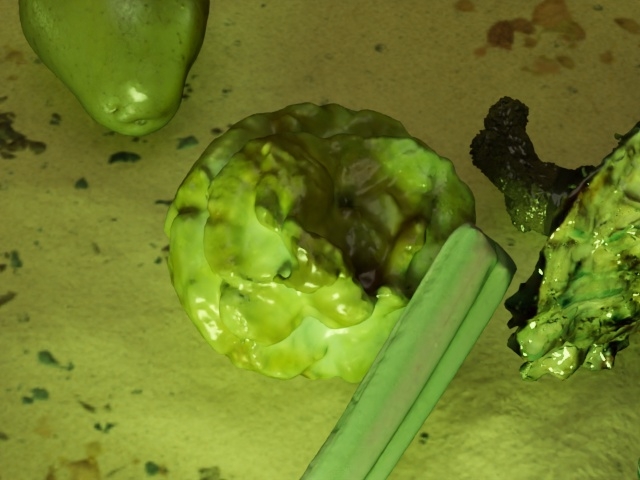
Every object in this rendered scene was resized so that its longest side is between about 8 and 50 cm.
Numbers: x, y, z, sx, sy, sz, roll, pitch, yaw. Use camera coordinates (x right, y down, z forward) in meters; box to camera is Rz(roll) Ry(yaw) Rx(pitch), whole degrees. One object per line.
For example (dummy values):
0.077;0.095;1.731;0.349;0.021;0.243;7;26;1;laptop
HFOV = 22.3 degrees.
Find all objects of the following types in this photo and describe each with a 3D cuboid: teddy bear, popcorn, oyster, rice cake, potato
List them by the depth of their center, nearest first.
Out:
0.055;0.093;1.068;0.042;0.080;0.222;32;89;23;rice cake
0.234;-0.005;1.132;0.092;0.198;0.259;36;66;28;oyster
0.000;0.000;1.150;0.221;0.184;0.204;-10;63;-26;popcorn
0.182;-0.032;1.249;0.160;0.078;0.119;31;32;3;teddy bear
-0.165;-0.174;1.323;0.157;0.157;0.194;-10;64;-9;potato

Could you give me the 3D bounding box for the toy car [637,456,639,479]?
0.196;0.232;0.930;0.158;0.235;0.172;39;60;13;toy car
